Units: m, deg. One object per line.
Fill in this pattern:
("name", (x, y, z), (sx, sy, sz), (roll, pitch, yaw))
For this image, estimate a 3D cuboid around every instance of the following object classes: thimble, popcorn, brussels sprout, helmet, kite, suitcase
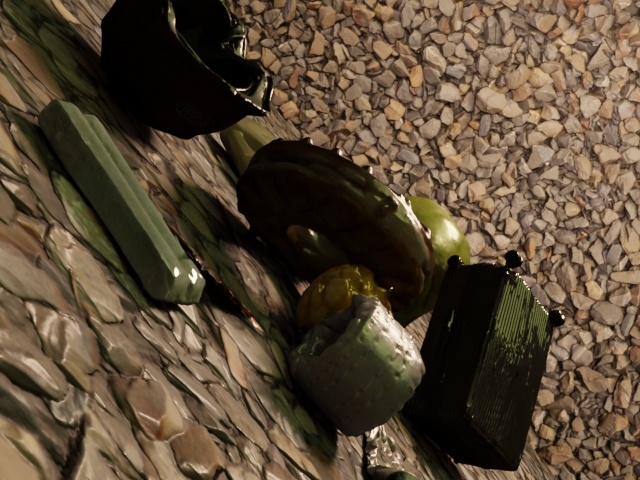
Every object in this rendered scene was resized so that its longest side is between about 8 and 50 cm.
("thimble", (0.043, 0.146, 1.073), (0.118, 0.127, 0.151), (51, 25, -9))
("popcorn", (0.038, 0.106, 1.214), (0.167, 0.152, 0.148), (36, 63, -63))
("brussels sprout", (0.165, 0.046, 1.788), (0.242, 0.274, 0.316), (32, 4, 7))
("helmet", (-0.204, -0.243, 1.248), (0.225, 0.177, 0.305), (37, 26, -44))
("kite", (-0.122, 0.033, 0.967), (0.189, 0.009, 0.232), (45, -6, 24))
("suitcase", (0.296, 0.218, 1.608), (0.229, 0.152, 0.335), (46, 53, -36))

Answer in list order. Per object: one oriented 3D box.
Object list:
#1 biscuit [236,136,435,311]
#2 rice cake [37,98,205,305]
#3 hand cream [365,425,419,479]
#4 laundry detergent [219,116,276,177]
("biscuit", (0.018, -0.016, 1.324), (0.332, 0.103, 0.332), (29, -24, 14))
("rice cake", (-0.189, -0.035, 0.861), (0.226, 0.040, 0.085), (54, 8, 13))
("hand cream", (0.089, 0.279, 1.091), (0.084, 0.050, 0.257), (54, 1, -5))
("laundry detergent", (-0.098, -0.119, 1.655), (0.181, 0.091, 0.253), (45, 11, -40))
